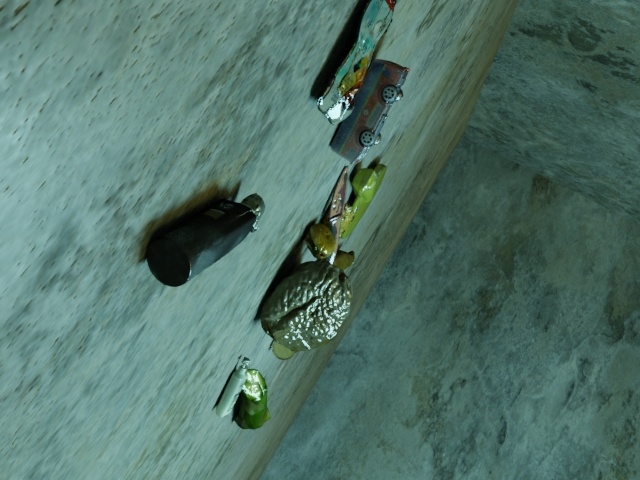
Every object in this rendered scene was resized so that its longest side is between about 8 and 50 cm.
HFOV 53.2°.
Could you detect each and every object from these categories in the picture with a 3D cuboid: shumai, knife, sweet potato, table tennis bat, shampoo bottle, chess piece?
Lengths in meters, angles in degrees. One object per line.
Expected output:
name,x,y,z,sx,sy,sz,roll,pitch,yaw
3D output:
shumai,-0.037,0.124,1.367,0.206,0.166,0.175,-40,-158,-2
knife,0.030,-0.043,1.391,0.018,0.035,0.248,-141,-122,-63
sweet potato,0.041,0.056,1.709,0.067,0.067,0.274,-64,163,14
table tennis bat,0.107,-0.112,1.622,0.224,0.054,0.369,-59,173,-5
shampoo bottle,-0.185,0.314,1.381,0.141,0.034,0.049,-64,162,13
shampoo bottle,-0.125,-0.009,0.771,0.207,0.057,0.064,-42,158,-59
chess piece,-0.082,0.260,1.665,0.066,0.066,0.122,-64,175,15

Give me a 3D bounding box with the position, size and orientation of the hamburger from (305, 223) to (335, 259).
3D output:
hamburger,0.000,0.000,1.348,0.044,0.076,0.083,-33,-173,26

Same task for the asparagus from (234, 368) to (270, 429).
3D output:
asparagus,-0.165,0.393,1.561,0.082,0.085,0.343,-28,157,-24

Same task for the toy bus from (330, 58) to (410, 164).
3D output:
toy bus,0.089,-0.232,1.144,0.192,0.077,0.065,-63,171,19

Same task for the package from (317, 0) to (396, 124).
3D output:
package,0.062,-0.286,0.986,0.232,0.040,0.166,-62,169,-1

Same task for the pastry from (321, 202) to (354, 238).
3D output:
pastry,0.025,-0.024,1.447,0.140,0.056,0.080,-56,162,5
